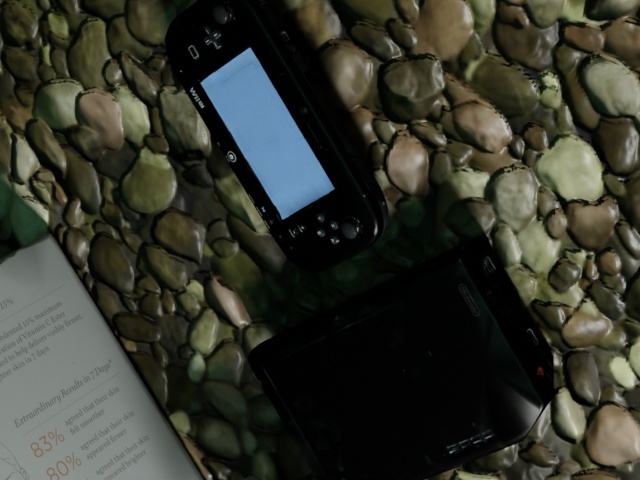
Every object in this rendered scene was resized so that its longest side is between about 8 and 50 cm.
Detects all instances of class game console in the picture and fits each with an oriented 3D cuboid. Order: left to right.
[{"bbox_3d":[0.000,0.000,1.280,0.213,0.044,0.361,-29,93,40],"label":"game console"}]

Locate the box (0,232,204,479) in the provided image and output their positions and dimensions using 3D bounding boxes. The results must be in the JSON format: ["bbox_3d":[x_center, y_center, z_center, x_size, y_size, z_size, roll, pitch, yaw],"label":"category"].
[{"bbox_3d":[-0.228,0.205,1.424,0.168,0.215,0.345,-30,92,41],"label":"box"}]

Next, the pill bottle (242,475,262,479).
[{"bbox_3d":[0.007,0.253,1.351,0.193,0.108,0.108,32,126,19],"label":"pill bottle"}]
